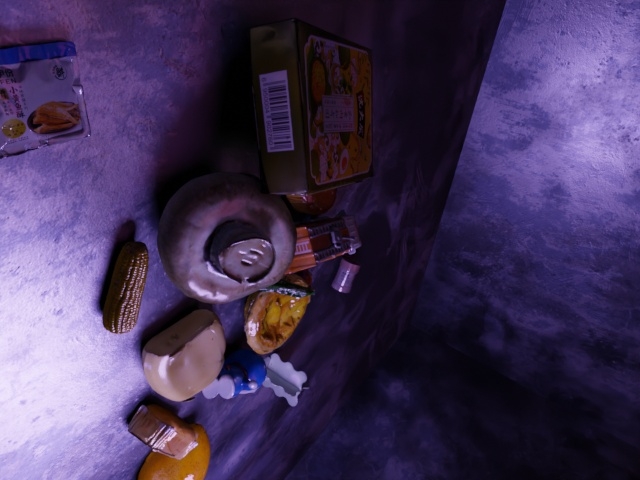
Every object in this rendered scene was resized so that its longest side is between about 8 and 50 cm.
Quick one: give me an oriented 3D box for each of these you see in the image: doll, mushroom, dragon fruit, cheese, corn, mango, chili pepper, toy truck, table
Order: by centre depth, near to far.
[{"bbox_3d":[-0.456,0.113,1.032,0.080,0.080,0.230,-9,121,-59],"label":"corn"},{"bbox_3d":[-0.227,0.004,1.100,0.353,0.260,0.351,-11,117,-23],"label":"mushroom"},{"bbox_3d":[-0.397,0.364,1.331,0.260,0.128,0.315,-32,139,-31],"label":"cheese"},{"bbox_3d":[-0.123,0.151,1.451,0.227,0.088,0.059,12,120,-18],"label":"chili pepper"},{"bbox_3d":[-0.478,0.766,1.484,0.290,0.191,0.159,-58,161,-21],"label":"mango"},{"bbox_3d":[-0.291,0.484,1.545,0.257,0.216,0.160,-13,105,-66],"label":"doll"},{"bbox_3d":[0.000,0.000,1.549,0.388,0.207,0.173,-19,95,-56],"label":"toy truck"},{"bbox_3d":[-0.070,0.168,1.767,0.147,0.096,0.102,-54,149,-21],"label":"dragon fruit"},{"bbox_3d":[-0.156,0.596,1.889,0.166,0.199,0.166,-43,147,-37],"label":"table"}]

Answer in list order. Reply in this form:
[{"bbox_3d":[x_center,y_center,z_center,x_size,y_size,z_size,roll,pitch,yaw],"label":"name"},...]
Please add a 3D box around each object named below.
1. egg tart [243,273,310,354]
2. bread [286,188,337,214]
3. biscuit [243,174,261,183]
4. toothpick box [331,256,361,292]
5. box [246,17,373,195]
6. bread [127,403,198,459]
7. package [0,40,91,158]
[{"bbox_3d":[-0.175,0.250,1.602,0.341,0.132,0.341,-37,140,-39],"label":"egg tart"},{"bbox_3d":[-0.024,-0.181,1.465,0.199,0.104,0.198,-19,115,-47],"label":"bread"},{"bbox_3d":[-0.224,-0.098,1.286,0.194,0.053,0.194,-41,146,-36],"label":"biscuit"},{"bbox_3d":[0.123,0.165,2.113,0.098,0.099,0.148,-3,117,-61],"label":"toothpick box"},{"bbox_3d":[0.000,-0.325,1.135,0.420,0.139,0.372,-24,114,-58],"label":"box"},{"bbox_3d":[-0.481,0.593,1.365,0.107,0.136,0.241,-54,153,-24],"label":"bread"},{"bbox_3d":[-0.475,-0.234,0.731,0.171,0.027,0.173,-35,146,-44],"label":"package"}]
